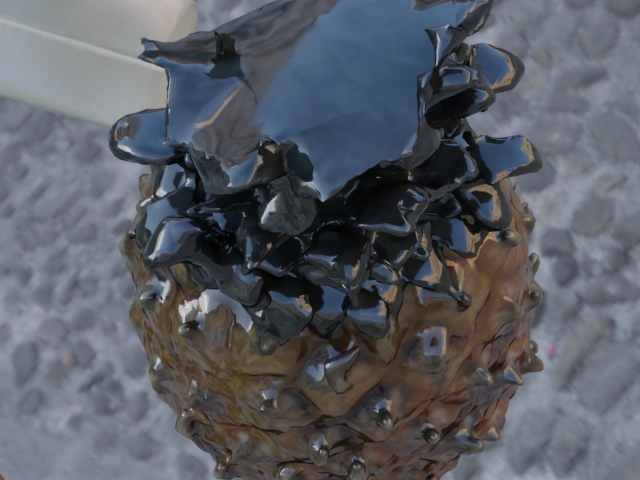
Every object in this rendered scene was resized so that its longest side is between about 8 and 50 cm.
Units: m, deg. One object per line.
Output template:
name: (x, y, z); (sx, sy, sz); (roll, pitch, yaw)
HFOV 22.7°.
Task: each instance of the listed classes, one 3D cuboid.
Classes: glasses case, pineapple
glasses case: (-0.154, -0.120, 0.852); (0.313, 0.131, 0.070); (-140, 67, -72)
pineapple: (0.000, 0.000, 0.500); (0.158, 0.278, 0.157); (-1, 73, 4)

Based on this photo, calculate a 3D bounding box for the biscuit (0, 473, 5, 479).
biscuit: (-0.272, 0.154, 1.203); (0.019, 0.102, 0.130); (-41, 72, -13)
